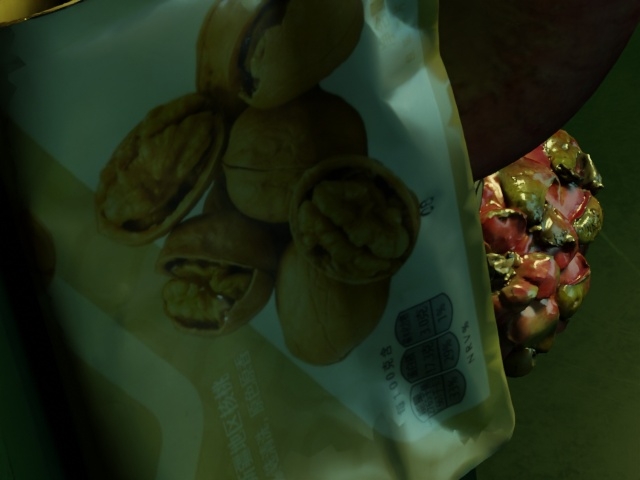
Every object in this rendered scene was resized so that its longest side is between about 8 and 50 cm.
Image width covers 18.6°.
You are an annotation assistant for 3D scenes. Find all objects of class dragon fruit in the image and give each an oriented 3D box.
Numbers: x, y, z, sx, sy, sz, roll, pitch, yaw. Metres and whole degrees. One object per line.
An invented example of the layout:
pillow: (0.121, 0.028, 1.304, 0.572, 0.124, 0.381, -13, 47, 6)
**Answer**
dragon fruit: (0.135, 0.010, 1.834, 0.291, 0.250, 0.269, -99, -167, -47)

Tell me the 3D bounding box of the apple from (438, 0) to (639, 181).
apple: (0.036, -0.202, 1.105, 0.269, 0.345, 0.344, -107, -178, -52)

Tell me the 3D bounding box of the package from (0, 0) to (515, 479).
package: (-0.057, -0.008, 0.905, 0.165, 0.221, 0.311, 24, -44, 50)

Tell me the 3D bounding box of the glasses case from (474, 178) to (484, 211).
glasses case: (0.059, 0.026, 1.482, 0.354, 0.085, 0.137, 105, -6, -45)
